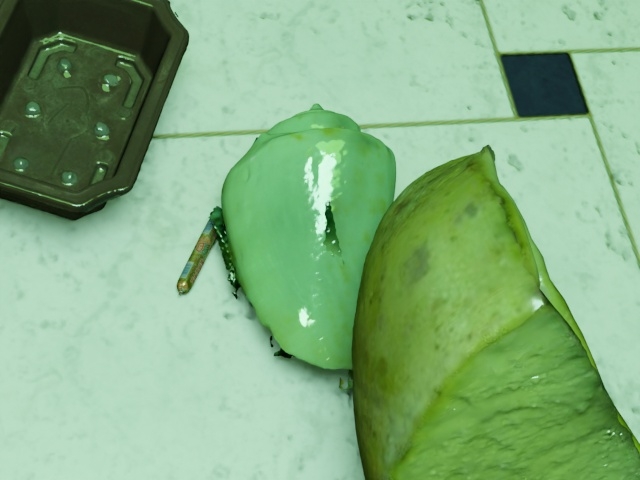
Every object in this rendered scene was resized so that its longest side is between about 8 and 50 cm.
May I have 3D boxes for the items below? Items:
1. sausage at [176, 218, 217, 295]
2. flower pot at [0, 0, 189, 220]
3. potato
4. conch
[{"bbox_3d":[-0.108,0.009,1.097,0.015,0.015,0.100,23,59,1],"label":"sausage"},{"bbox_3d":[-0.233,-0.125,1.106,0.178,0.084,0.251,17,58,-2],"label":"flower pot"},{"bbox_3d":[0.109,0.089,0.993,0.212,0.330,0.280,-26,43,10],"label":"potato"},{"bbox_3d":[-0.017,-0.006,1.080,0.143,0.137,0.251,24,76,-29],"label":"conch"}]
